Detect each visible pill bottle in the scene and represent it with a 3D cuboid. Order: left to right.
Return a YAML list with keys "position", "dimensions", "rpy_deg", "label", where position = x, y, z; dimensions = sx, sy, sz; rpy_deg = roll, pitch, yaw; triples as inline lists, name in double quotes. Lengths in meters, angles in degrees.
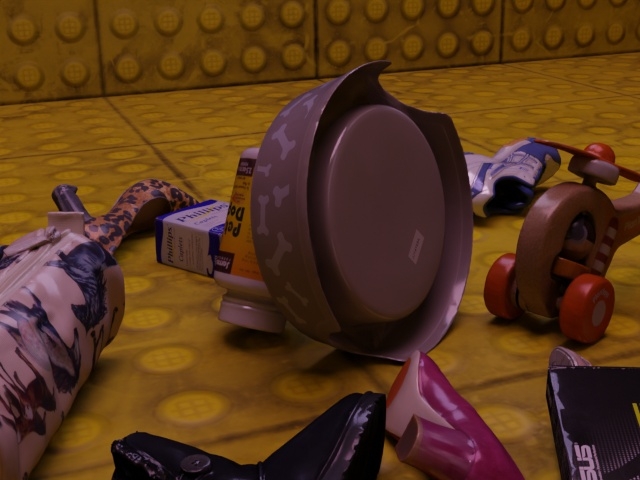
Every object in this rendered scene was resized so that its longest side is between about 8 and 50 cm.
- position: [-0.063, 0.001, 1.167]
  dimensions: [0.117, 0.215, 0.117]
  rpy_deg: [12, -3, 1]
  label: "pill bottle"

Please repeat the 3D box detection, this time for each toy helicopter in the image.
- position: [0.361, -0.031, 1.223]
  dimensions: [0.140, 0.235, 0.355]
  rpy_deg: [16, 26, 42]
  label: "toy helicopter"

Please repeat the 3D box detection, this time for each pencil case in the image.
- position: [-0.315, 0.118, 0.916]
  dimensions: [0.160, 0.183, 0.410]
  rpy_deg: [-5, 19, 7]
  label: "pencil case"

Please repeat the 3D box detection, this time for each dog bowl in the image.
- position: [0.053, -0.030, 1.114]
  dimensions: [0.102, 0.348, 0.349]
  rpy_deg: [-2, 15, 38]
  label: "dog bowl"

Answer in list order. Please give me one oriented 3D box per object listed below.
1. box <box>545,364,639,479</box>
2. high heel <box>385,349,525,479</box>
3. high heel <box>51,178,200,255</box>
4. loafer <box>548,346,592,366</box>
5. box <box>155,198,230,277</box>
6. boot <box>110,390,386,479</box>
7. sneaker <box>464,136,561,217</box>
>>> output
- position: [0.305, 0.185, 0.848]
  dimensions: [0.184, 0.045, 0.190]
  rpy_deg: [3, 30, 5]
  label: "box"
- position: [0.129, 0.178, 0.914]
  dimensions: [0.117, 0.082, 0.244]
  rpy_deg: [27, 5, -4]
  label: "high heel"
- position: [-0.280, -0.014, 1.505]
  dimensions: [0.261, 0.093, 0.186]
  rpy_deg: [0, 37, -35]
  label: "high heel"
- position: [0.280, 0.156, 0.994]
  dimensions: [0.039, 0.045, 0.125]
  rpy_deg: [11, 22, -17]
  label: "loafer"
- position: [-0.159, -0.005, 1.432]
  dimensions: [0.137, 0.072, 0.126]
  rpy_deg: [12, 23, 35]
  label: "box"
- position: [-0.067, 0.192, 0.814]
  dimensions: [0.207, 0.094, 0.246]
  rpy_deg: [10, 28, 19]
  label: "boot"
- position: [0.336, -0.096, 1.659]
  dimensions: [0.296, 0.112, 0.131]
  rpy_deg: [-17, 42, -35]
  label: "sneaker"
